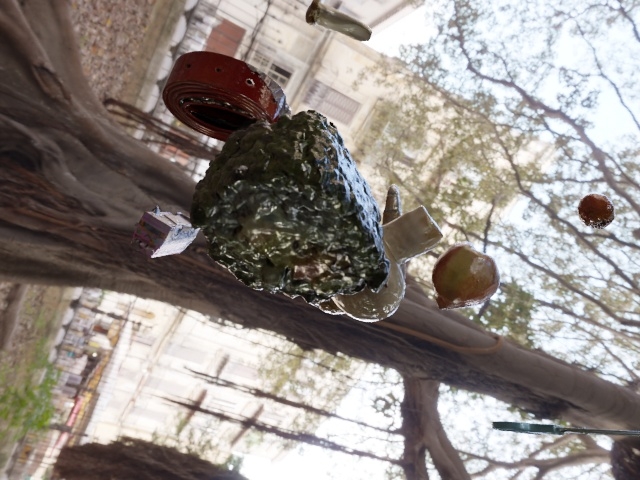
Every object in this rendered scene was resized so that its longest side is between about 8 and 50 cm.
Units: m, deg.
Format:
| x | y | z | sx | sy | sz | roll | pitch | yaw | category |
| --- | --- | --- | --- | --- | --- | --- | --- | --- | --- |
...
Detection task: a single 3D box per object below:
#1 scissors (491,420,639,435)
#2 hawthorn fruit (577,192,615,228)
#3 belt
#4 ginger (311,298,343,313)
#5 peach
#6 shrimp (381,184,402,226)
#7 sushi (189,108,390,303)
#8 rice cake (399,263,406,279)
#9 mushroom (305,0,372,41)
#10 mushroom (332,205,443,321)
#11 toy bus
| x | y | z | sx | sy | sz | roll | pitch | yaw | category |
| --- | --- | --- | --- | --- | --- | --- | --- | --- | --- |
| 0.723 | 0.550 | 1.436 | 0.447 | 0.193 | 0.029 | -19 | -123 | 46 | scissors |
| 0.927 | -0.098 | 1.671 | 0.128 | 0.128 | 0.128 | -53 | -157 | 35 | hawthorn fruit |
| -0.238 | -0.361 | 1.299 | 0.227 | 0.324 | 0.115 | 128 | -23 | -63 | belt |
| 0.072 | 0.228 | 2.238 | 0.223 | 0.269 | 0.200 | -17 | -116 | 20 | ginger |
| 0.499 | 0.140 | 1.753 | 0.256 | 0.232 | 0.232 | -59 | -161 | 3 | peach |
| 0.284 | -0.001 | 1.995 | 0.221 | 0.110 | 0.445 | -52 | 143 | -79 | shrimp |
| -0.055 | -0.039 | 0.892 | 0.294 | 0.352 | 0.178 | -19 | -138 | 21 | sushi |
| 0.168 | 0.003 | 1.524 | 0.399 | 0.064 | 0.070 | -116 | -165 | -54 | rice cake |
| 0.057 | -0.659 | 1.493 | 0.084 | 0.209 | 0.071 | 117 | -9 | -53 | mushroom |
| 0.140 | 0.035 | 1.192 | 0.292 | 0.290 | 0.292 | 157 | -90 | -81 | mushroom |
| -0.416 | -0.023 | 1.352 | 0.112 | 0.090 | 0.274 | -59 | 178 | 3 | toy bus |
